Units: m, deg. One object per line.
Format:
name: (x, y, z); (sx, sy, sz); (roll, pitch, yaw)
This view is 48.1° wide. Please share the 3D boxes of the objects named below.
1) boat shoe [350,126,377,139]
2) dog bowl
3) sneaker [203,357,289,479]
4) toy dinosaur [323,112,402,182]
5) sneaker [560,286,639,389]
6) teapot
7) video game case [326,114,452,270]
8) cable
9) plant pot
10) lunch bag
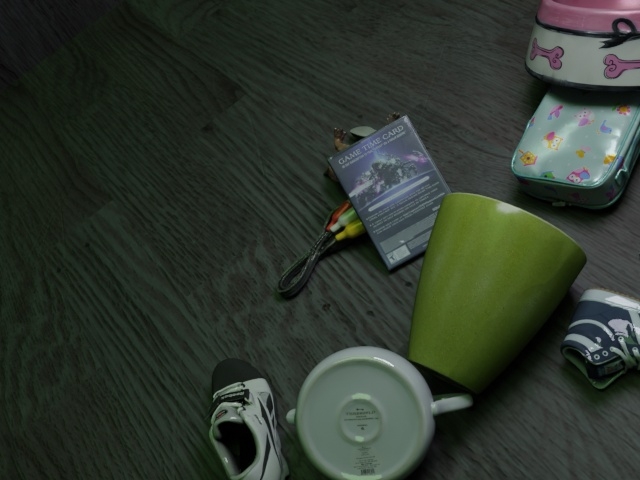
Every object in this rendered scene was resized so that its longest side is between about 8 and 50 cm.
boat shoe: (0.128, -0.252, 1.762); (0.125, 0.038, 0.046); (13, 42, 33)
dog bowl: (0.632, -0.439, 1.479); (0.408, 0.150, 0.408); (-6, 29, 3)
sneaker: (-0.152, 0.333, 1.355); (0.122, 0.146, 0.330); (-31, 45, 2)
toy dinosaur: (0.108, -0.162, 1.647); (0.296, 0.127, 0.200); (-7, 58, 29)
sneaker: (0.532, 0.180, 1.164); (0.282, 0.099, 0.153); (15, 57, 43)
teapot: (0.090, 0.298, 1.244); (0.256, 0.187, 0.252); (36, 94, 15)
video game case: (0.163, -0.102, 1.521); (0.196, 0.026, 0.274); (-29, 83, 2)
cable: (0.000, 0.000, 1.597); (0.287, 0.072, 0.139); (-36, 41, -4)
plant pot: (0.277, 0.110, 1.268); (0.275, 0.275, 0.293); (21, 79, 37)
lunch bag: (0.531, -0.194, 1.446); (0.224, 0.108, 0.279); (18, 71, 37)
